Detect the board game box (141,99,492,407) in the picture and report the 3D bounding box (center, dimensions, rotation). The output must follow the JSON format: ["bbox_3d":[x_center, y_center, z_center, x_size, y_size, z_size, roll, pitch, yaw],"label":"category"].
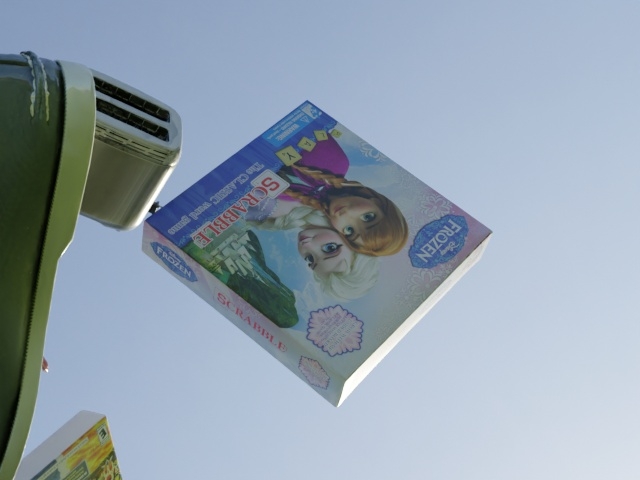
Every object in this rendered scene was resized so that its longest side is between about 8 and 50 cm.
[{"bbox_3d":[0.000,0.000,1.329,0.318,0.318,0.066,-42,-20,-35],"label":"board game box"}]

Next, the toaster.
[{"bbox_3d":[-0.271,-0.112,1.328,0.227,0.129,0.146,25,-54,-24],"label":"toaster"}]

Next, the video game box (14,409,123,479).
[{"bbox_3d":[-0.312,0.336,1.257,0.205,0.048,0.187,-41,-49,-51],"label":"video game box"}]

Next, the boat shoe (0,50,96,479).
[{"bbox_3d":[-0.221,0.039,0.641,0.099,0.116,0.320,10,-78,-31],"label":"boat shoe"}]

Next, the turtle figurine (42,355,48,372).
[{"bbox_3d":[-0.438,0.058,1.203,0.087,0.269,0.217,-47,-27,-20],"label":"turtle figurine"}]
